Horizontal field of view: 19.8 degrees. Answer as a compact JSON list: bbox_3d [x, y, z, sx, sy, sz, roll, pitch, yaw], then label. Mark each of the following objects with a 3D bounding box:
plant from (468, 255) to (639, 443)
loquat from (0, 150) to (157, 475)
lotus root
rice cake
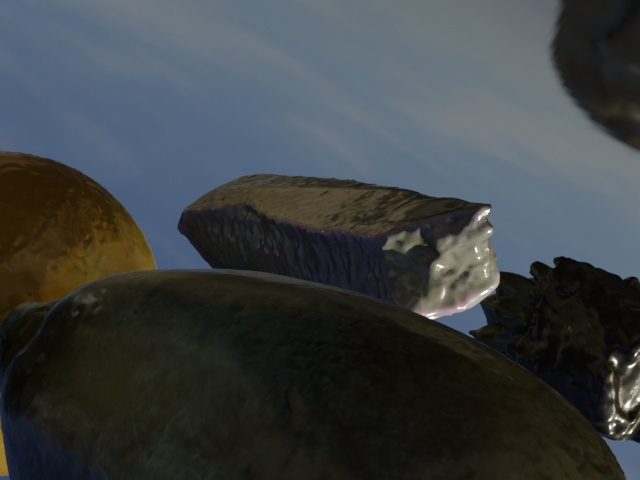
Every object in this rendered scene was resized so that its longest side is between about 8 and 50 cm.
[{"bbox_3d":[0.229,0.086,1.589,0.129,0.132,0.194,20,-170,-41],"label":"plant"},{"bbox_3d":[-0.277,0.062,1.505,0.275,0.274,0.275,26,-170,-5],"label":"loquat"},{"bbox_3d":[-0.034,0.086,0.691,0.322,0.158,0.140,21,-170,35],"label":"lotus root"},{"bbox_3d":[0.000,0.000,1.157,0.070,0.064,0.399,-24,-167,-19],"label":"rice cake"}]
